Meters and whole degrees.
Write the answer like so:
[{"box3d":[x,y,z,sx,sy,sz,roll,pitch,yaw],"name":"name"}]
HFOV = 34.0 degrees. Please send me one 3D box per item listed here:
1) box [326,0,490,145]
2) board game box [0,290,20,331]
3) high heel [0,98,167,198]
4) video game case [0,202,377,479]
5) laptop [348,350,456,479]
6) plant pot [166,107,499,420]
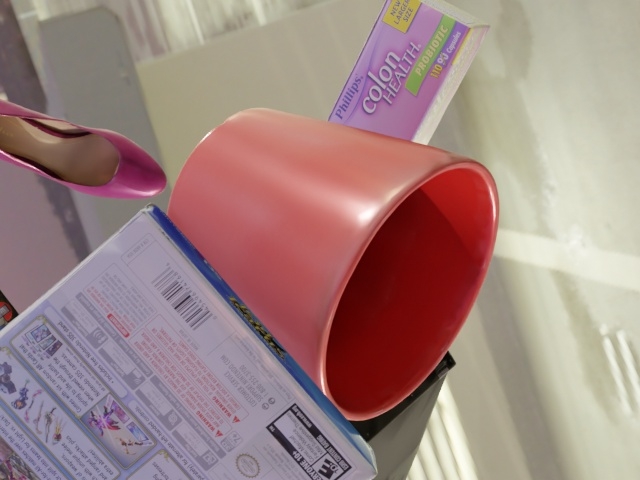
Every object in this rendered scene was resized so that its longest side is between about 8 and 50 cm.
[{"box3d":[0.127,-0.231,1.466,0.117,0.214,0.243,30,-163,8],"name":"box"},{"box3d":[-0.431,0.078,1.177,0.260,0.136,0.030,55,160,-12],"name":"board game box"},{"box3d":[-0.441,-0.145,1.796,0.181,0.377,0.127,-136,63,-73],"name":"high heel"},{"box3d":[-0.134,0.151,0.815,0.269,0.244,0.061,49,-175,-6],"name":"video game case"},{"box3d":[-0.004,0.243,1.483,0.236,0.382,0.408,-33,88,39],"name":"laptop"},{"box3d":[0.000,0.000,1.021,0.243,0.275,0.275,29,146,31],"name":"plant pot"}]
